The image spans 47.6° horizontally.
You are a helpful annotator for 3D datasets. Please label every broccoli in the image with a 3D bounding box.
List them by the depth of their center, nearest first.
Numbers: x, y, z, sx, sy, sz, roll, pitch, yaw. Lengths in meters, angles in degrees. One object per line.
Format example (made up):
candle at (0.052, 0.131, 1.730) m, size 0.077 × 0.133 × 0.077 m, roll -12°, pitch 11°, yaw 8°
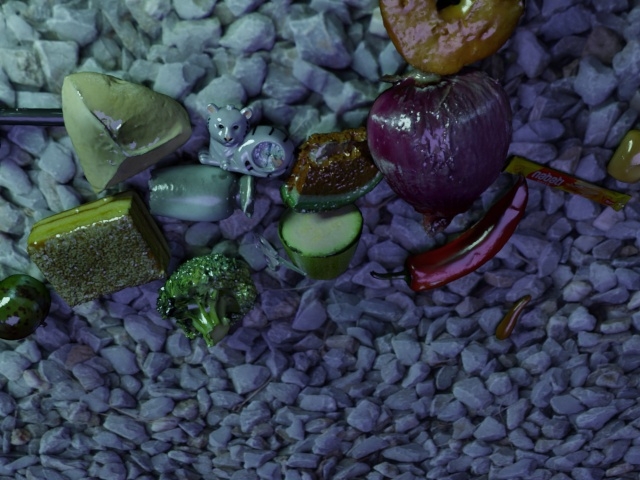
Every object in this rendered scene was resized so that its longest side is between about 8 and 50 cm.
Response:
broccoli at (-0.236, 0.124, 1.491) m, size 0.198 × 0.176 × 0.226 m, roll 13°, pitch 105°, yaw -33°

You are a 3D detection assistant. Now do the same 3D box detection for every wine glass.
wine glass at (-0.223, -0.091, 1.381) m, size 0.205 × 0.111 × 0.111 m, roll 2°, pitch 124°, yaw -7°

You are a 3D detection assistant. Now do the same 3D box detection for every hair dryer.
hair dryer at (-0.527, -0.210, 1.314) m, size 0.248 × 0.070 × 0.114 m, roll -2°, pitch 124°, yaw -14°

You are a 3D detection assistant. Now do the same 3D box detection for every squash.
squash at (0.000, 0.000, 1.441) m, size 0.170 × 0.170 × 0.122 m, roll -3°, pitch 137°, yaw -3°

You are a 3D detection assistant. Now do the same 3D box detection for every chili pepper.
chili pepper at (0.288, 0.008, 1.514) m, size 0.368 × 0.092 × 0.137 m, roll -35°, pitch 114°, yaw 11°

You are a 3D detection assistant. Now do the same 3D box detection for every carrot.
carrot at (0.442, 0.181, 1.675) m, size 0.035 × 0.035 × 0.142 m, roll 18°, pitch 117°, yaw -17°

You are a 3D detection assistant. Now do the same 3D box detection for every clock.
clock at (-0.131, -0.188, 1.341) m, size 0.176 × 0.080 × 0.117 m, roll 10°, pitch 122°, yaw -10°

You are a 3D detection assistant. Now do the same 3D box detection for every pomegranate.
pomegranate at (-0.636, 0.124, 1.480) m, size 0.148 × 0.148 × 0.169 m, roll -32°, pitch 123°, yaw 16°

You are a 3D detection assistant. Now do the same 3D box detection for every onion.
onion at (0.237, -0.139, 1.311) m, size 0.267 × 0.159 × 0.348 m, roll -19°, pitch 118°, yaw -9°

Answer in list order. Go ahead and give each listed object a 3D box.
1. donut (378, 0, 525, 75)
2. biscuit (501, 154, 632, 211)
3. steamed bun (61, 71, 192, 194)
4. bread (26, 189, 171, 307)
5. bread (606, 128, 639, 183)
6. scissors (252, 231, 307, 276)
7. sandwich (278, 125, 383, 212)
donut at (0.209, -0.403, 1.192) m, size 0.254 × 0.118 × 0.253 m, roll -1°, pitch 117°, yaw -3°
biscuit at (0.501, -0.117, 1.478) m, size 0.292 × 0.026 × 0.048 m, roll 16°, pitch 141°, yaw -15°
steamed bun at (-0.338, -0.193, 1.288) m, size 0.213 × 0.110 × 0.231 m, roll -14°, pitch 131°, yaw -7°
bread at (-0.437, 0.014, 1.441) m, size 0.234 × 0.110 × 0.184 m, roll -17°, pitch 127°, yaw 9°
bread at (0.626, -0.162, 1.437) m, size 0.082 × 0.056 × 0.115 m, roll 18°, pitch 121°, yaw -17°
scissors at (-0.078, 0.042, 1.454) m, size 0.015 × 0.189 × 0.100 m, roll -36°, pitch 123°, yaw -18°
sandwich at (0.043, -0.131, 1.368) m, size 0.235 × 0.079 × 0.159 m, roll -12°, pitch 142°, yaw -12°
